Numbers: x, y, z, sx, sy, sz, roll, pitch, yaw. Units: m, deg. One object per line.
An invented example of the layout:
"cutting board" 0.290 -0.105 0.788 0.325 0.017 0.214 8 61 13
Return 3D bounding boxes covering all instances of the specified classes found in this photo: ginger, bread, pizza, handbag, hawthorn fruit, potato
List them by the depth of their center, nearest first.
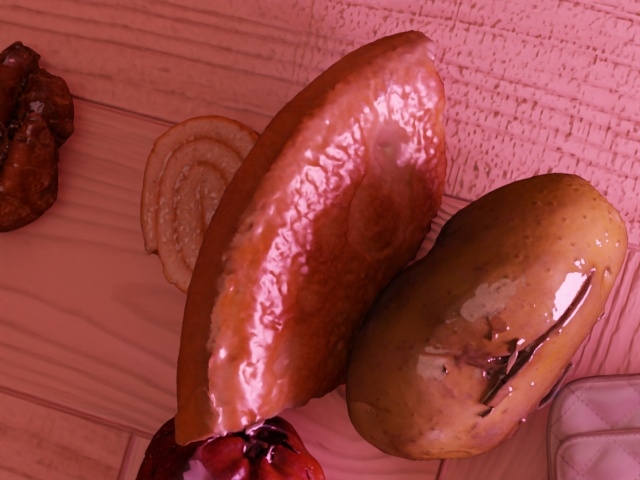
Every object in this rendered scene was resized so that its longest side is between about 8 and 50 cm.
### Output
"handbag" 0.286 0.202 1.065 0.256 0.079 0.219 -5 88 13
"potato" 0.121 0.059 1.069 0.143 0.169 0.248 41 93 -13
"pizza" 0.000 0.000 1.103 0.073 0.182 0.365 12 72 44
"hawthorn fruit" -0.077 0.206 1.122 0.148 0.148 0.172 36 120 13
"bread" -0.083 -0.022 1.170 0.122 0.073 0.149 -1 83 18
"ginger" -0.255 -0.079 1.207 0.103 0.073 0.162 25 90 13
